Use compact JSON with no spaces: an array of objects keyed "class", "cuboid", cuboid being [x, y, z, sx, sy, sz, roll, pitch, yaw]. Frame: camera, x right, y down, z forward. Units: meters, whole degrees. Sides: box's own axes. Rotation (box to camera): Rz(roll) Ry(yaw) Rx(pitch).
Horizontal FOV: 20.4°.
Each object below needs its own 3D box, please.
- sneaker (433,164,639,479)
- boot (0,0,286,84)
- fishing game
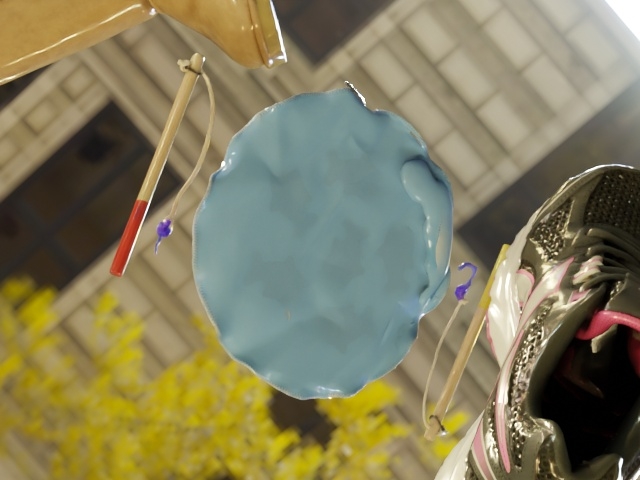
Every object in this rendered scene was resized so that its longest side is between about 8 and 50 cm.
[{"class":"sneaker","cuboid":[0.095,0.036,0.586,0.072,0.077,0.178,26,-131,-6]},{"class":"boot","cuboid":[-0.178,-0.165,1.378,0.236,0.269,0.089,-118,8,-50]},{"class":"fishing game","cuboid":[0.000,0.000,1.065,0.264,0.189,0.041,25,168,-31]}]
